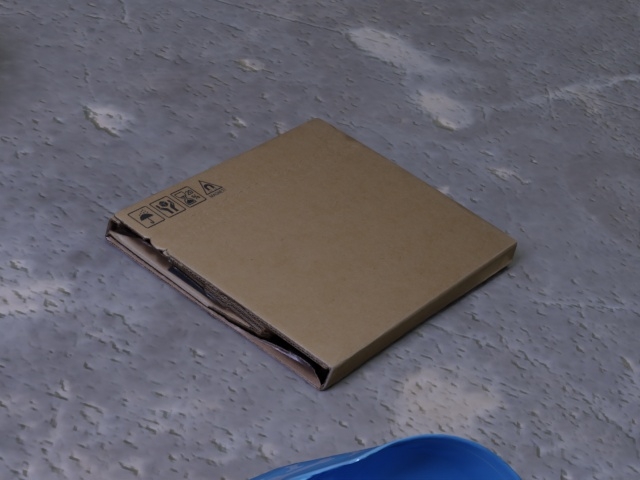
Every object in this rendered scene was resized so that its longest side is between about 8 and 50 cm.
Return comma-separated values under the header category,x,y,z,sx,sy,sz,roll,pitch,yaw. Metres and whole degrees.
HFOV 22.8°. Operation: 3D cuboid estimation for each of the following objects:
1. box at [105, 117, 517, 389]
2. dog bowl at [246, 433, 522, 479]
category,x,y,z,sx,sy,sz,roll,pitch,yaw
box,0.000,0.000,0.942,0.164,0.021,0.201,33,37,22
dog bowl,-0.033,0.170,0.570,0.297,0.165,0.074,-16,8,-39
